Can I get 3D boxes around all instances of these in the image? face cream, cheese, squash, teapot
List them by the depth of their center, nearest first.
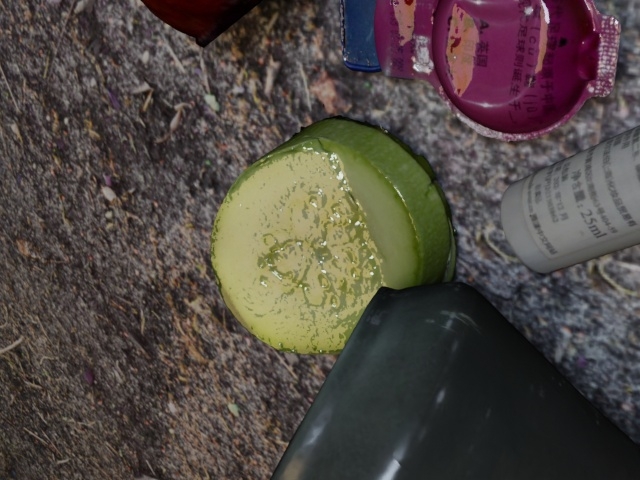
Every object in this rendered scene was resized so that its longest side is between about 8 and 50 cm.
[{"bbox_3d":[0.250,-0.049,0.560,0.269,0.082,0.082,-24,95,47],"label":"face cream"},{"bbox_3d":[0.114,-0.156,0.639,0.244,0.062,0.155,17,122,37],"label":"cheese"},{"bbox_3d":[0.142,0.239,0.672,0.361,0.306,0.376,30,162,6],"label":"teapot"},{"bbox_3d":[0.014,-0.004,0.774,0.220,0.133,0.220,15,117,31],"label":"squash"}]

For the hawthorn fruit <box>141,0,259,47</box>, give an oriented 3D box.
[{"bbox_3d":[-0.122,-0.275,0.673,0.251,0.190,0.189,23,139,-18],"label":"hawthorn fruit"}]
